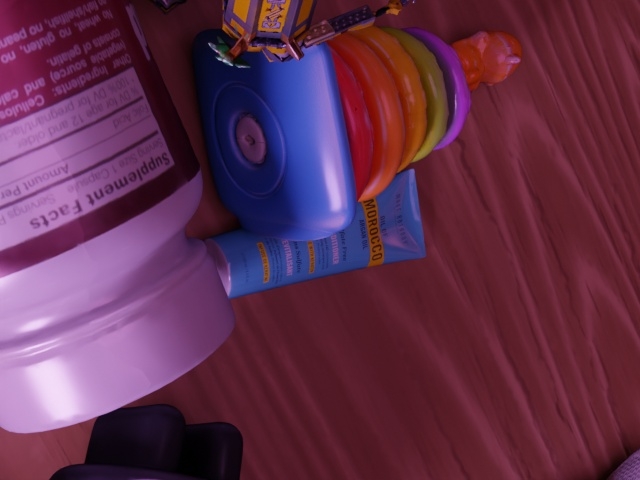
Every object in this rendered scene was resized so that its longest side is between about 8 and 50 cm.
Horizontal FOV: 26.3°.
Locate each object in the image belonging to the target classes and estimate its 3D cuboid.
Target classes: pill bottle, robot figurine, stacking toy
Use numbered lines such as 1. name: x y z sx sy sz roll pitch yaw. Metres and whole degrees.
1. pill bottle: -0.215 -0.082 0.948 0.224 0.224 0.392 -27 105 -21
2. robot figurine: -0.138 0.268 1.027 0.209 0.173 0.278 8 72 -1
3. stacking toy: 0.057 -0.121 1.130 0.302 0.175 0.166 -22 109 -36

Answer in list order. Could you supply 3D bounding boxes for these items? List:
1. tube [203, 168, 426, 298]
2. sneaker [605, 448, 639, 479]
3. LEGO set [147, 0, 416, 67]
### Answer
1. tube: 0.000 0.000 1.156 0.207 0.052 0.080 -16 110 -29
2. sneaker: 0.228 0.288 1.250 0.122 0.110 0.283 46 76 -17
3. LEGO set: -0.025 -0.250 1.013 0.255 0.192 0.331 34 62 7
